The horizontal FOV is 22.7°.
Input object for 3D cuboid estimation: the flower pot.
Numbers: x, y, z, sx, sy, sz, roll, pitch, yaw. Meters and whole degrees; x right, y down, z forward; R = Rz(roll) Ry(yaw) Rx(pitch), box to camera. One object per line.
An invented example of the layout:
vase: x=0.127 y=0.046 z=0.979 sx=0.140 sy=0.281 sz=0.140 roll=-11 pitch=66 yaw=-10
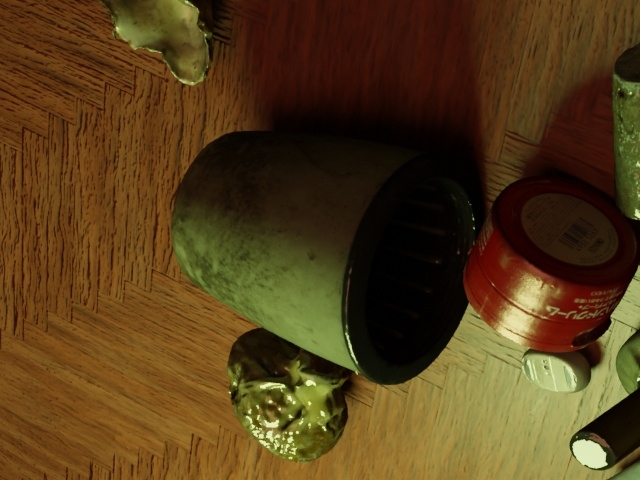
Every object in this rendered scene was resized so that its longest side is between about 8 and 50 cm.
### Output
flower pot: x=0.000 y=0.000 z=2.028 sx=0.330 sy=0.293 sz=0.293 roll=17 pitch=129 yaw=36

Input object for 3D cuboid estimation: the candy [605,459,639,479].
candy: x=0.456 y=0.364 z=2.091 sx=0.174 sy=0.071 sz=0.138 roll=45 pitch=135 yaw=-1

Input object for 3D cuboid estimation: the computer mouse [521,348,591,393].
computer mouse: x=0.311 y=0.164 z=2.079 sx=0.096 sy=0.039 sz=0.066 roll=9 pitch=125 yaw=41

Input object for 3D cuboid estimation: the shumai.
shumai: x=-0.028 y=0.207 z=2.274 sx=0.153 sy=0.161 sz=0.209 roll=-32 pitch=81 yaw=48

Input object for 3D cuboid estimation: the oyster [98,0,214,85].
oyster: x=-0.250 y=-0.360 z=2.067 sx=0.341 sy=0.110 sz=0.166 roll=41 pitch=141 yaw=1

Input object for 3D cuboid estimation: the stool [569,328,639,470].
stool: x=0.493 y=0.240 z=1.868 sx=0.310 sy=0.226 sz=0.310 roll=52 pitch=135 yaw=-4

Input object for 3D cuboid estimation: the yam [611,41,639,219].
yam: x=0.377 y=-0.129 z=1.772 sx=0.107 sy=0.107 sz=0.194 roll=11 pitch=124 yaw=30

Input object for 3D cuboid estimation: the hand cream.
hand cream: x=0.276 y=0.026 z=1.899 sx=0.193 sy=0.193 sz=0.125 roll=31 pitch=135 yaw=14
